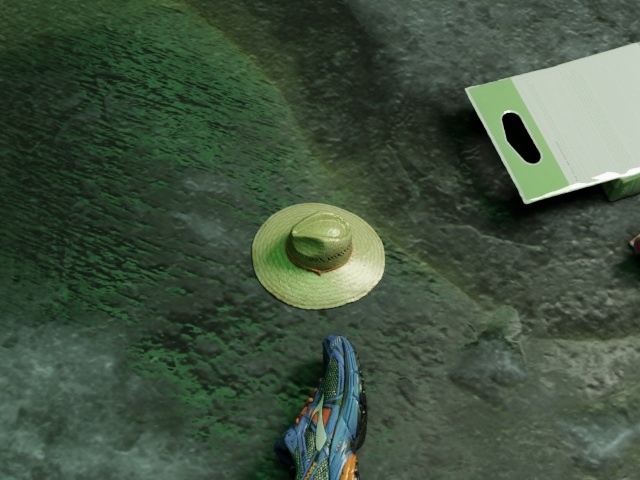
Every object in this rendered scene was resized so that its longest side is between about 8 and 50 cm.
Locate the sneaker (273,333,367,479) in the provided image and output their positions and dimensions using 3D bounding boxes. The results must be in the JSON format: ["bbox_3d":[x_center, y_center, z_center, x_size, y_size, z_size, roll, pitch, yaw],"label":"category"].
[{"bbox_3d":[-0.001,0.187,1.401,0.087,0.083,0.221,2,54,6],"label":"sneaker"}]

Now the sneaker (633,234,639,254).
[{"bbox_3d":[0.427,0.006,1.542,0.170,0.063,0.074,19,65,14],"label":"sneaker"}]

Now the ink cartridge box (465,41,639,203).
[{"bbox_3d":[0.299,-0.124,1.631,0.235,0.056,0.171,-17,61,-13],"label":"ink cartridge box"}]

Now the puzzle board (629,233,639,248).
[{"bbox_3d":[0.419,-0.001,1.590,0.128,0.011,0.096,-36,68,-24],"label":"puzzle board"}]

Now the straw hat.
[{"bbox_3d":[0.000,0.000,1.525,0.144,0.061,0.144,2,59,-4],"label":"straw hat"}]
